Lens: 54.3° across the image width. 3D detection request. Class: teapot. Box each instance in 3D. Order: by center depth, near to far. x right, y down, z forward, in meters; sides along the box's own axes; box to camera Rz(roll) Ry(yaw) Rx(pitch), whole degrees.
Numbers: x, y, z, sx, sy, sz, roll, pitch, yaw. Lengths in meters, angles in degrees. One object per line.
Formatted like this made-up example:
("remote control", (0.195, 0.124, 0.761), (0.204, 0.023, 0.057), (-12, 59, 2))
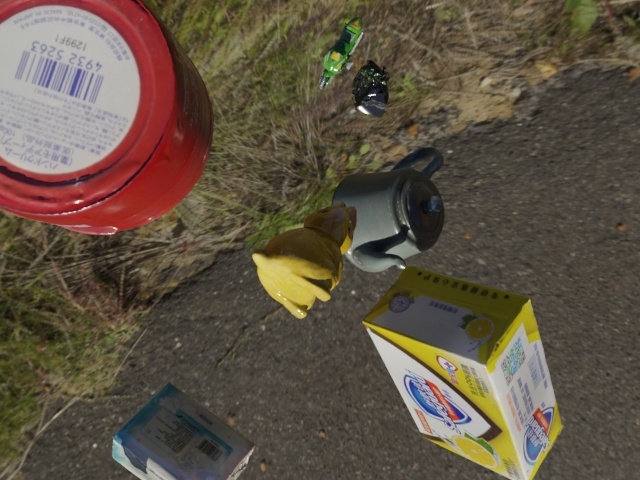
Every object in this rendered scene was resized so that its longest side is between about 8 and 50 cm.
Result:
("teapot", (0.125, -0.050, 0.954), (0.162, 0.149, 0.239), (43, 54, -26))

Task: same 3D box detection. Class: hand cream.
("hand cream", (-0.219, -0.121, 0.578), (0.230, 0.149, 0.230), (0, 85, 0))

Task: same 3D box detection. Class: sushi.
("sushi", (0.098, -0.299, 1.206), (0.056, 0.083, 0.085), (11, 123, -22))

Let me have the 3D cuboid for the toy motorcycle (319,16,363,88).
("toy motorcycle", (0.047, -0.472, 1.579), (0.074, 0.106, 0.190), (29, 71, 1))

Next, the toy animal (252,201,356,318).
("toy animal", (-0.001, -0.003, 0.644), (0.083, 0.159, 0.070), (43, 136, -6))

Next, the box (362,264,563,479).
("box", (0.179, 0.165, 0.753), (0.097, 0.168, 0.265), (-49, 134, -26))

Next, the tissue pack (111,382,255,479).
("tissue pack", (-0.318, 0.487, 1.446), (0.271, 0.201, 0.124), (32, 137, 13))
